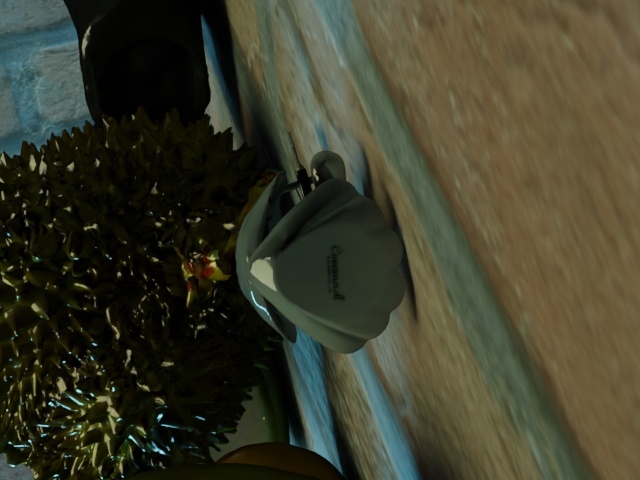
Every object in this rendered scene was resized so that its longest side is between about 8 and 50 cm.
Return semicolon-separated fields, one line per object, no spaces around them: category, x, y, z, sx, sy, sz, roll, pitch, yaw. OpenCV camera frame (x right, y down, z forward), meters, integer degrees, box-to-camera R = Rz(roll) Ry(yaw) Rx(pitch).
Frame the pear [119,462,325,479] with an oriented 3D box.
pear;-0.032;0.234;0.743;0.321;0.269;0.269;-1;104;62

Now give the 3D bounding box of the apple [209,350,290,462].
apple;-0.088;0.131;1.323;0.193;0.120;0.265;-63;-37;-84

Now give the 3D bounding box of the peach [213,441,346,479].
peach;-0.031;0.200;1.053;0.138;0.138;0.138;165;90;-81

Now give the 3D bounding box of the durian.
durian;-0.141;0.038;1.083;0.293;0.258;0.258;112;147;-43

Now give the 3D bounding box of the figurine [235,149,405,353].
figurine;0.000;0.004;0.749;0.086;0.082;0.095;-57;-36;-79

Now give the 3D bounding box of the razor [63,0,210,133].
razor;-0.158;-0.215;1.203;0.189;0.107;0.327;87;165;-47

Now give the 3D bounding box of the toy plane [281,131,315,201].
toy plane;0.000;0.000;0.840;0.049;0.031;0.121;-106;0;-76
